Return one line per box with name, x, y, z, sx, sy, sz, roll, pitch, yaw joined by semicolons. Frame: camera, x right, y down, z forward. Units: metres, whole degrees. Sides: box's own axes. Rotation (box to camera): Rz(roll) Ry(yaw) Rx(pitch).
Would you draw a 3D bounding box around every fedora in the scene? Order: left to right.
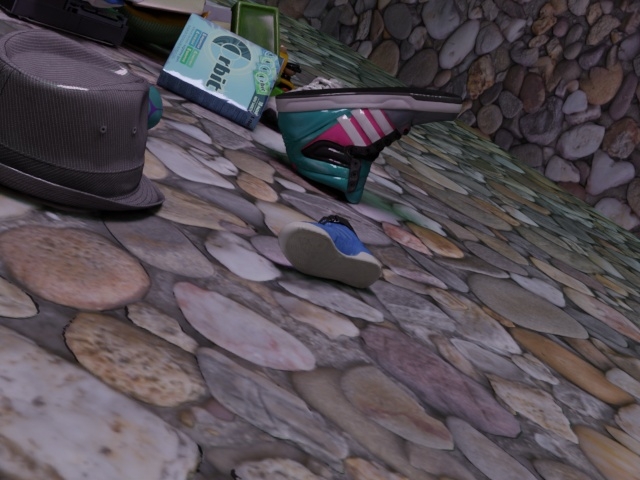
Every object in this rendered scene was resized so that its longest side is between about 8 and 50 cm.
fedora;-0.264;-0.136;0.959;0.244;0.124;0.275;36;18;25

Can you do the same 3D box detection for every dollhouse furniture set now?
dollhouse furniture set;-0.248;-0.366;1.758;0.302;0.151;0.197;5;-9;-22

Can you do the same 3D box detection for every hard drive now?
hard drive;-0.529;-0.467;1.656;0.339;0.064;0.237;37;18;32

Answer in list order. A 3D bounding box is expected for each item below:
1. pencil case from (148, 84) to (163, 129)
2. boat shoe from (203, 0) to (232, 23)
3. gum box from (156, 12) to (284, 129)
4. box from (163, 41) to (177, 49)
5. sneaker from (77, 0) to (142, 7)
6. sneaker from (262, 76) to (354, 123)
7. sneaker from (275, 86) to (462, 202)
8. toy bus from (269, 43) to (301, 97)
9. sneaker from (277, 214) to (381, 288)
pencil case;-0.276;-0.180;1.181;0.070;0.064;0.152;53;24;22
boat shoe;-0.317;-0.514;2.107;0.335;0.121;0.119;16;-3;-34
gum box;-0.172;-0.298;1.611;0.184;0.041;0.157;26;54;-10
box;-0.352;-0.532;1.944;0.183;0.056;0.231;22;54;-20
sneaker;-0.412;-0.485;1.607;0.236;0.130;0.323;34;9;-15
sneaker;-0.021;-0.267;1.789;0.110;0.118;0.292;35;19;17
sneaker;0.078;-0.151;1.470;0.296;0.178;0.124;-1;16;5
toy bus;-0.110;-0.386;2.025;0.191;0.104;0.202;36;18;25
sneaker;-0.001;0.001;1.084;0.152;0.058;0.084;21;23;-38
